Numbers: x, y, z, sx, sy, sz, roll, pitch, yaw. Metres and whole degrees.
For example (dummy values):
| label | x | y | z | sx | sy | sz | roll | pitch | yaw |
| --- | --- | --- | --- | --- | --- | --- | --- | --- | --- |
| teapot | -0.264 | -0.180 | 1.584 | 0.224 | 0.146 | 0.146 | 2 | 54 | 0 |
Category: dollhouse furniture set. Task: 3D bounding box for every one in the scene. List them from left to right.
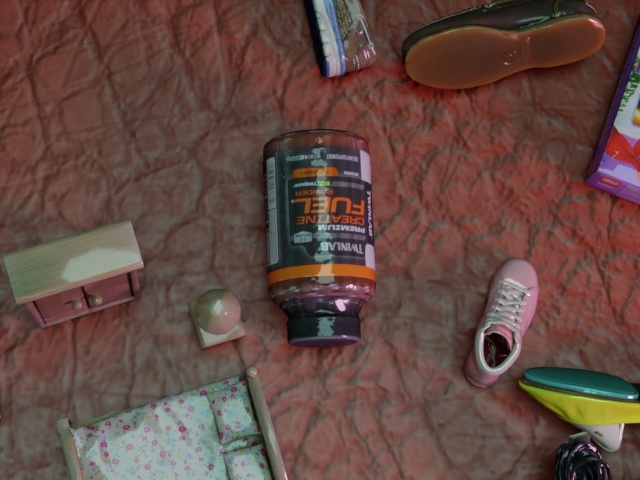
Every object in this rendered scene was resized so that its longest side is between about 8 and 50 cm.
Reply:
| label | x | y | z | sx | sy | sz | roll | pitch | yaw |
| --- | --- | --- | --- | --- | --- | --- | --- | --- | --- |
| dollhouse furniture set | -0.190 | 0.182 | 1.399 | 0.303 | 0.174 | 0.356 | -16 | 80 | -8 |

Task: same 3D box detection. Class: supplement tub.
| label | x | y | z | sx | sy | sz | roll | pitch | yaw |
| --- | --- | --- | --- | --- | --- | --- | --- | --- | --- |
| supplement tub | 0.000 | 0.000 | 1.487 | 0.106 | 0.106 | 0.198 | -2 | 79 | -6 |

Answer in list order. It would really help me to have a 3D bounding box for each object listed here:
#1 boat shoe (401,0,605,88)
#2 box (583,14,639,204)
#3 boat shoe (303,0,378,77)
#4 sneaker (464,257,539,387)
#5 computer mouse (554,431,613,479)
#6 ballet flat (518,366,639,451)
| label | x | y | z | sx | sy | sz | roll | pitch | yaw |
| --- | --- | --- | --- | --- | --- | --- | --- | --- | --- |
| boat shoe | 0.178 | -0.204 | 1.569 | 0.207 | 0.073 | 0.073 | -8 | 42 | -10 |
| box | 0.435 | -0.101 | 1.572 | 0.293 | 0.057 | 0.201 | 21 | 77 | -1 |
| boat shoe | 0.016 | -0.256 | 1.566 | 0.066 | 0.066 | 0.183 | -10 | 90 | -12 |
| sneaker | 0.180 | 0.075 | 1.507 | 0.051 | 0.070 | 0.134 | 23 | 76 | 2 |
| computer mouse | 0.354 | 0.265 | 1.482 | 0.272 | 0.072 | 0.189 | -5 | 96 | 0 |
| ballet flat | 0.303 | 0.165 | 1.503 | 0.231 | 0.077 | 0.077 | 1 | 102 | -7 |
